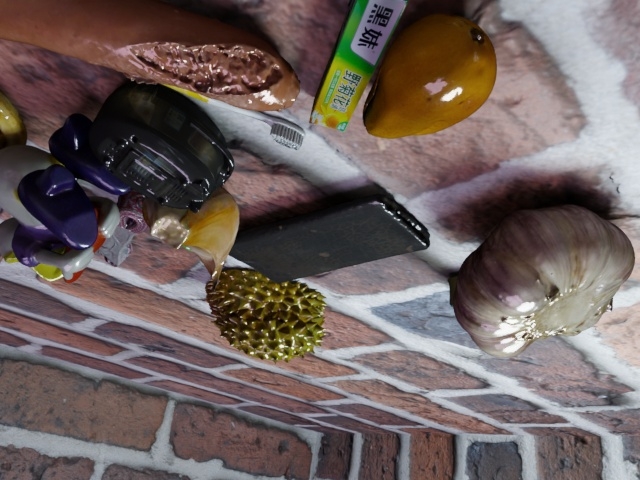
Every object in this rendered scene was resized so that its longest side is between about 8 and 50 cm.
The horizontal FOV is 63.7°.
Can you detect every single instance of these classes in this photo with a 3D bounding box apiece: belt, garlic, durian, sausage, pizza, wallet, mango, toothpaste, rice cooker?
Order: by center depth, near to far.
[{"bbox_3d":[-0.175,-0.189,0.479,0.326,0.080,0.087,15,-178,-7],"label":"sausage"},{"bbox_3d":[0.098,-0.147,0.479,0.105,0.084,0.159,0,176,-16],"label":"mango"},{"bbox_3d":[0.031,-0.173,0.492,0.043,0.037,0.178,15,152,-9],"label":"toothpaste"},{"bbox_3d":[-0.187,-0.108,0.613,0.165,0.107,0.112,38,136,-21],"label":"rice cooker"},{"bbox_3d":[-0.456,-0.155,0.669,0.134,0.046,0.175,9,153,1],"label":"pizza"},{"bbox_3d":[0.290,0.048,0.714,0.244,0.161,0.245,-13,134,-14],"label":"garlic"},{"bbox_3d":[-0.176,-0.030,0.761,0.115,0.128,0.207,-37,155,-6],"label":"garlic"},{"bbox_3d":[0.000,0.000,0.831,0.320,0.044,0.170,-15,145,34],"label":"wallet"},{"bbox_3d":[-0.342,-0.020,0.888,0.071,0.053,0.232,24,147,-22],"label":"belt"},{"bbox_3d":[-0.109,0.159,1.059,0.260,0.187,0.154,0,161,-10],"label":"durian"}]

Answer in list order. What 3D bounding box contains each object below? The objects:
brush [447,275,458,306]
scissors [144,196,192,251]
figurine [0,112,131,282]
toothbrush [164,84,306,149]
[{"bbox_3d":[0.325,0.115,0.927,0.123,0.059,0.197,-14,145,40],"label":"brush"},{"bbox_3d":[-0.224,-0.033,0.852,0.100,0.027,0.204,-6,150,19],"label":"scissors"},{"bbox_3d":[-0.406,-0.030,0.737,0.193,0.154,0.421,32,144,-15],"label":"figurine"},{"bbox_3d":[-0.145,-0.167,0.573,0.288,0.024,0.021,21,152,-21],"label":"toothbrush"}]
